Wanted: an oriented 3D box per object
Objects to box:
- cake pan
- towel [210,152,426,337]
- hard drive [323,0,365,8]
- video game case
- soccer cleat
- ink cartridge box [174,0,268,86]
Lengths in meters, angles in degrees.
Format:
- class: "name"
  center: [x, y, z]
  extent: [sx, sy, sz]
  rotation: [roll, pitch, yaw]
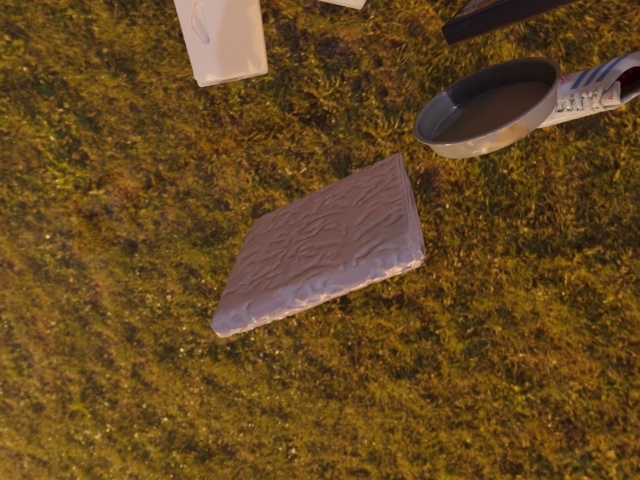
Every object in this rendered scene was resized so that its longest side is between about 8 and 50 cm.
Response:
- class: "cake pan"
  center: [0.330, -0.261, 0.987]
  extent: [0.294, 0.293, 0.054]
  rotation: [-18, 123, 27]
- class: "towel"
  center: [0.000, 0.000, 0.810]
  extent: [0.332, 0.316, 0.053]
  rotation: [-24, 117, 20]
- class: "hard drive"
  center: [-0.006, -0.601, 1.026]
  extent: [0.308, 0.040, 0.203]
  rotation: [-2, 153, -28]
- class: "video game case"
  center: [0.333, -0.370, 0.656]
  extent: [0.275, 0.248, 0.035]
  rotation: [0, 132, 49]
- class: "soccer cleat"
  center: [0.670, -0.368, 1.249]
  extent: [0.332, 0.143, 0.116]
  rotation: [-23, 122, 26]
- class: "ink cartridge box"
  center: [-0.122, -0.297, 0.554]
  extent: [0.086, 0.203, 0.148]
  rotation: [-13, 145, -7]
